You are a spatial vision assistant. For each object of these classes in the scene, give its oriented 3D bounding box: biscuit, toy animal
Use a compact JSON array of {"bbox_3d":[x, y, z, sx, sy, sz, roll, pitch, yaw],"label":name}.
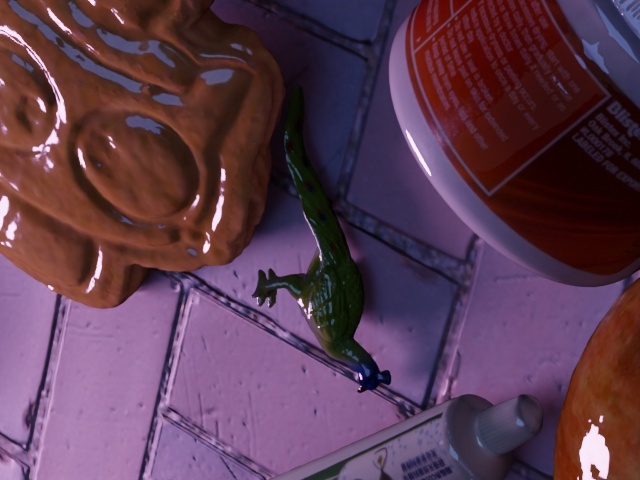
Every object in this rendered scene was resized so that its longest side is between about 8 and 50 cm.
[{"bbox_3d":[-0.154,-0.090,1.297,0.269,0.051,0.376,31,134,6],"label":"biscuit"},{"bbox_3d":[-0.015,0.006,1.283,0.075,0.041,0.216,-17,89,19],"label":"toy animal"}]

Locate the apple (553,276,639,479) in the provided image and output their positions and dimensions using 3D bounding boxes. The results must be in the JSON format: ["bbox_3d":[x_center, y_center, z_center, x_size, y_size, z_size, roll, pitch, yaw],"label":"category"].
[{"bbox_3d":[0.283,0.120,0.980,0.309,0.250,0.277,33,106,2],"label":"apple"}]

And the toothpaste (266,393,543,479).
[{"bbox_3d":[0.012,0.189,1.304,0.392,0.061,0.098,-32,82,41],"label":"toothpaste"}]

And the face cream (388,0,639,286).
[{"bbox_3d":[0.166,-0.100,1.020,0.187,0.201,0.201,-41,76,36],"label":"face cream"}]
